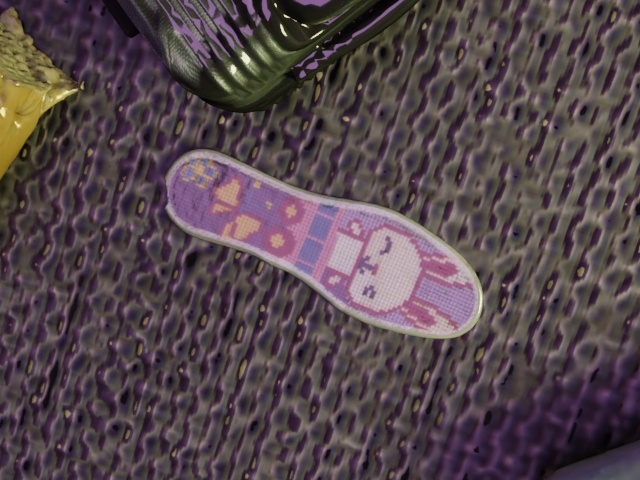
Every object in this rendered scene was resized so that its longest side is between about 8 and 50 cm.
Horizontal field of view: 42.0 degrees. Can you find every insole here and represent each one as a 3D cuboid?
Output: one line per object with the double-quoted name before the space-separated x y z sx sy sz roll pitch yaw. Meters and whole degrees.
"insole" 0.000 0.000 0.472 0.197 0.004 0.065 25 98 5

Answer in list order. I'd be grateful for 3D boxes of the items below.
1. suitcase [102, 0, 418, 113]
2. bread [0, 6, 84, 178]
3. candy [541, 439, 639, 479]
"suitcase" -0.055 -0.228 0.397 0.202 0.128 0.312 -36 89 10
"bread" -0.234 -0.064 0.460 0.134 0.085 0.173 42 98 0
"candy" 0.213 0.152 0.420 0.174 0.071 0.138 -25 92 11
